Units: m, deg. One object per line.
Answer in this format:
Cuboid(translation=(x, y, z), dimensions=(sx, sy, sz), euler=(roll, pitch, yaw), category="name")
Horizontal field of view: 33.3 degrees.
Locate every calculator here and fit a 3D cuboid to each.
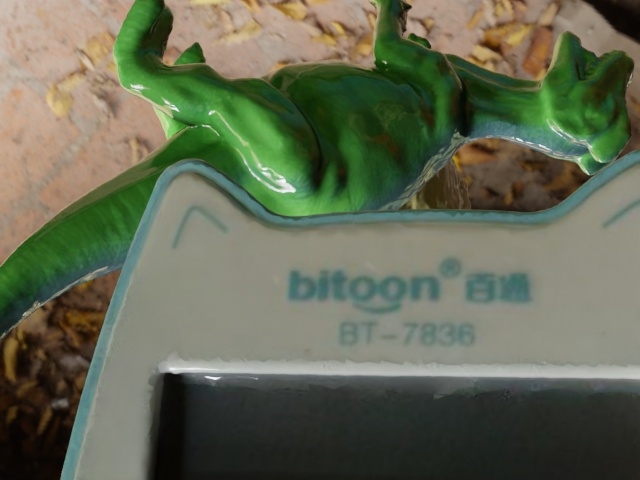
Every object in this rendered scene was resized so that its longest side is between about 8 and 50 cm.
Cuboid(translation=(0.027, 0.156, 0.354), dimensions=(0.256, 0.386, 0.054), euler=(-1, 159, 10), category="calculator")

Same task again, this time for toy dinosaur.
Cuboid(translation=(0.000, 0.000, 0.742), dimensions=(0.375, 0.500, 0.144), euler=(20, 150, 3), category="toy dinosaur")

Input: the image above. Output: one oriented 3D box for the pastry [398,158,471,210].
Cuboid(translation=(-0.005, -0.019, 1.375), dimensions=(0.388, 0.389, 0.312), euler=(47, 57, -38), category="pastry")
